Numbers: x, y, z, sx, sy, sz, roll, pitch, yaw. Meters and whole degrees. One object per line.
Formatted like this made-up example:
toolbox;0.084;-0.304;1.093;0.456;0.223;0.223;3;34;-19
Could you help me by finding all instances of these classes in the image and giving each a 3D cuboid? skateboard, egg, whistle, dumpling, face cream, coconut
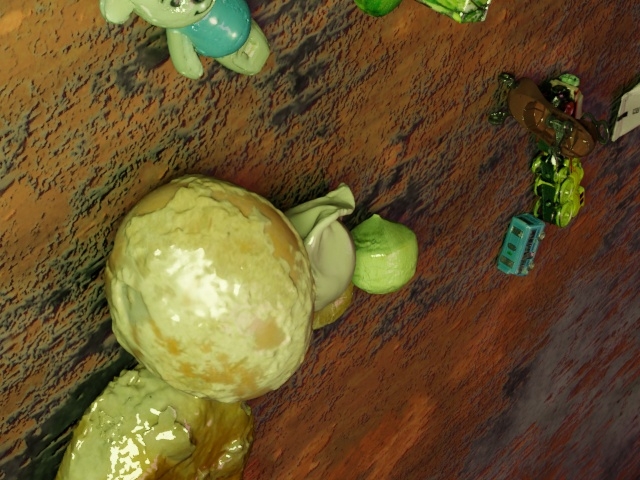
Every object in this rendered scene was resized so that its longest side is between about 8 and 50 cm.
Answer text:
skateboard;0.278;-0.145;1.673;0.080;0.151;0.067;-15;131;-37
egg;-0.099;0.049;1.300;0.195;0.195;0.233;-45;135;-19
whistle;-0.100;-0.195;1.184;0.114;0.077;0.235;-62;151;-4
dumpling;0.001;0.000;1.480;0.134;0.099;0.169;-58;154;-25
face cream;0.508;-0.231;2.008;0.243;0.058;0.092;-34;148;-23
coconut;0.068;0.013;1.594;0.088;0.087;0.096;-26;121;-40

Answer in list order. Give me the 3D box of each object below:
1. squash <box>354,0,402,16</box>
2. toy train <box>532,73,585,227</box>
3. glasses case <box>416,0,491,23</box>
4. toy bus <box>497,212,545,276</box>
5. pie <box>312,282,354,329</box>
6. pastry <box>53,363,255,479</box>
squash;0.096;-0.350;1.305;0.082;0.082;0.293;10;109;-56
toy train;0.316;-0.118;1.848;0.085;0.053;0.250;-48;148;-28
glasses case;0.161;-0.358;1.374;0.062;0.095;0.272;-15;131;-53
toy bus;0.273;0.007;1.911;0.046;0.038;0.083;-10;125;-44
pie;0.006;0.067;1.619;0.084;0.020;0.084;-32;140;-31
pastry;-0.162;0.236;1.445;0.236;0.120;0.257;-50;149;-11
